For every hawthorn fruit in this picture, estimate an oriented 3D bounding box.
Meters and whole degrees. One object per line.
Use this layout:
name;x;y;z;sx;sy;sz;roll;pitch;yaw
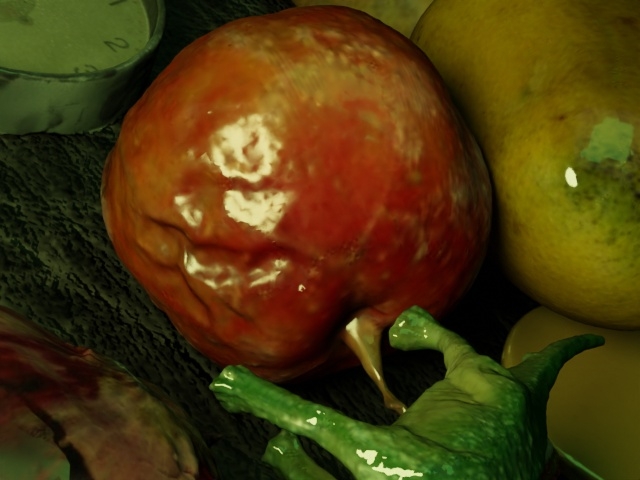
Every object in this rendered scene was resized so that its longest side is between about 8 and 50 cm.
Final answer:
hawthorn fruit;0.000;0.000;0.985;0.241;0.242;0.272;-10;64;-42

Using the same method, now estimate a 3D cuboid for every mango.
mango;0.182;-0.067;1.138;0.264;0.221;0.378;53;10;-18

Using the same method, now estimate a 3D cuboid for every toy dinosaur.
toy dinosaur;0.098;0.134;0.765;0.300;0.087;0.447;25;31;38

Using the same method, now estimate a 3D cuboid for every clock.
clock;-0.244;-0.187;1.166;0.280;0.055;0.281;19;38;-15

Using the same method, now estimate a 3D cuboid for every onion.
onion;-0.146;0.147;0.718;0.252;0.252;0.219;36;81;7

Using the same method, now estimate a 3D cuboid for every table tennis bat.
table tennis bat;0.274;0.121;1.169;0.320;0.050;0.198;3;42;-28

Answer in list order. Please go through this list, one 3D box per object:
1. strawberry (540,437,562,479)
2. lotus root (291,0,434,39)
strawberry;0.096;0.145;0.973;0.106;0.106;0.106;19;37;-15
lotus root;0.120;-0.263;1.478;0.375;0.111;0.390;33;32;1
